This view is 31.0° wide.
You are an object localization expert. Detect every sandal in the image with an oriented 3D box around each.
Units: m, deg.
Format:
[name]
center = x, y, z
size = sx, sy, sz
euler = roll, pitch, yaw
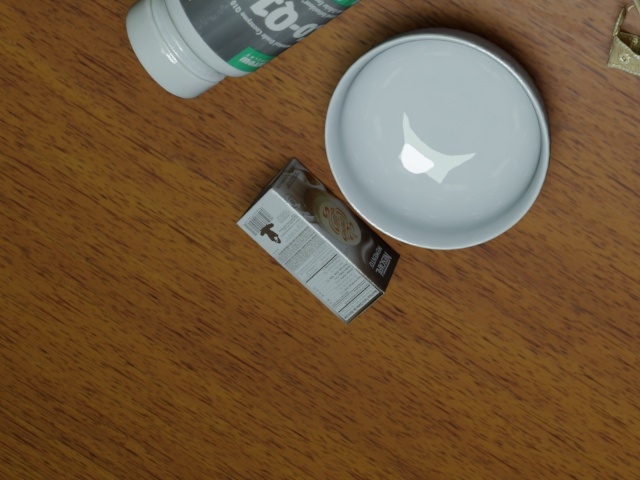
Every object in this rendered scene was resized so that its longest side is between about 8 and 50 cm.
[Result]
[sandal]
center = 0.451, -0.255, 1.653
size = 0.079, 0.088, 0.240
euler = -23, 112, 19

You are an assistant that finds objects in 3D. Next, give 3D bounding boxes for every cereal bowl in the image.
[cereal bowl]
center = 0.184, -0.166, 1.747
size = 0.339, 0.141, 0.339
euler = 7, 118, 14

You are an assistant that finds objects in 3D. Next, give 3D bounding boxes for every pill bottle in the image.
[pill bottle]
center = -0.099, -0.369, 1.697
size = 0.361, 0.204, 0.204
euler = -29, 104, 27

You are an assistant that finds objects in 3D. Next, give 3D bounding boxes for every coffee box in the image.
[coffee box]
center = 0.000, 0.000, 1.886
size = 0.246, 0.141, 0.098
euler = 43, 119, -7
